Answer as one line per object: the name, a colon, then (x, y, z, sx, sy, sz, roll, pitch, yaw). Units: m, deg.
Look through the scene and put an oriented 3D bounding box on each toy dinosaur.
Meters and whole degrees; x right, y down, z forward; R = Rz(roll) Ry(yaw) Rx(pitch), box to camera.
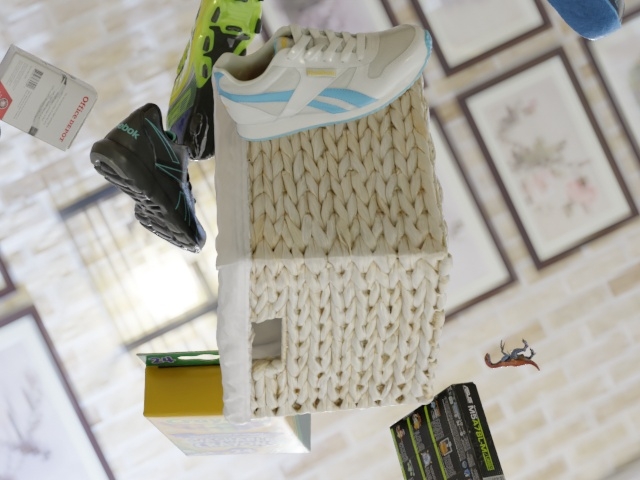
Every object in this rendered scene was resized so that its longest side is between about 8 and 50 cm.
toy dinosaur: (0.308, 0.194, 2.404, 0.082, 0.047, 0.090, -36, -150, 18)

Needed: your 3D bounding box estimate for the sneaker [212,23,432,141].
sneaker: (0.001, -0.174, 1.488, 0.228, 0.092, 0.087, -17, -142, 16)

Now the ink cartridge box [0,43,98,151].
ink cartridge box: (-0.401, -0.203, 2.089, 0.099, 0.135, 0.056, -58, -153, 9)

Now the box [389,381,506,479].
box: (0.179, 0.316, 2.040, 0.045, 0.191, 0.184, -4, 156, -29)

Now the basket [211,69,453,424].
basket: (0.000, 0.000, 1.783, 0.266, 0.331, 0.328, -3, 140, -4)

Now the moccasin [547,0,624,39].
moccasin: (0.365, -0.471, 2.335, 0.137, 0.342, 0.117, -17, -147, 36)

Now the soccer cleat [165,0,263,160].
soccer cleat: (-0.153, -0.244, 1.944, 0.093, 0.289, 0.121, -6, -145, -34)

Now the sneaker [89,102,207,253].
sneaker: (-0.198, -0.074, 1.905, 0.106, 0.101, 0.267, -57, 151, -17)

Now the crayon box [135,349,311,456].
crayon box: (-0.139, 0.248, 2.184, 0.203, 0.083, 0.323, -3, 158, 9)
